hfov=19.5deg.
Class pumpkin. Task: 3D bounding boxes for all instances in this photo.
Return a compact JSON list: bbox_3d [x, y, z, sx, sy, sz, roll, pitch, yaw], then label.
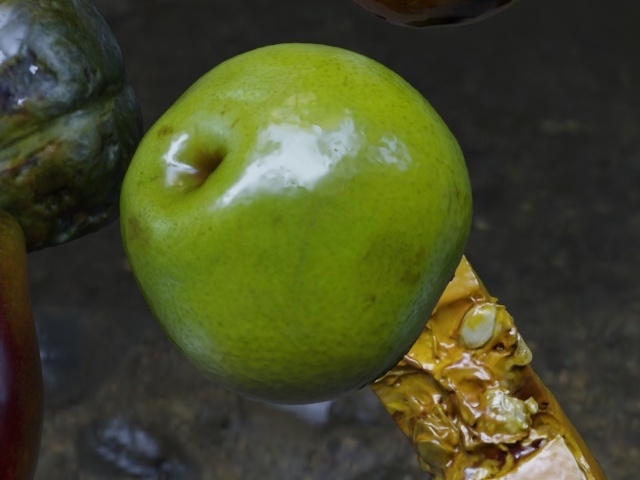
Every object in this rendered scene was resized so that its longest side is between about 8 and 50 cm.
[{"bbox_3d":[-0.281,-0.103,1.593,0.256,0.225,0.303,-21,19,-20],"label":"pumpkin"},{"bbox_3d":[0.132,0.174,1.409,0.139,0.280,0.190,-30,31,11],"label":"pumpkin"}]

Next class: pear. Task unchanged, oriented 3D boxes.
[{"bbox_3d":[0.000,0.000,0.945,0.166,0.216,0.180,10,76,33],"label":"pear"}]

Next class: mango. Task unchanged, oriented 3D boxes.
[{"bbox_3d":[-0.262,0.100,1.395,0.111,0.133,0.267,-9,66,15],"label":"mango"}]

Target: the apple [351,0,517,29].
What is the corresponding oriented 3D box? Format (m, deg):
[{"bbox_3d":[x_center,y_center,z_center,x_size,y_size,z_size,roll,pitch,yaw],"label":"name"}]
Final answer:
[{"bbox_3d":[0.059,-0.174,0.952,0.147,0.146,0.146,5,42,-5],"label":"apple"}]
